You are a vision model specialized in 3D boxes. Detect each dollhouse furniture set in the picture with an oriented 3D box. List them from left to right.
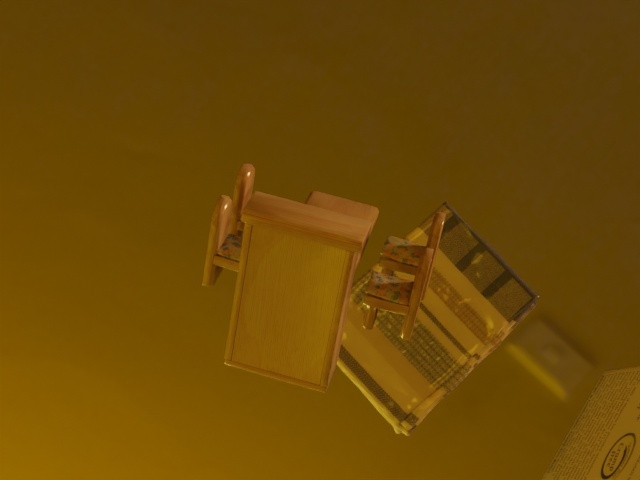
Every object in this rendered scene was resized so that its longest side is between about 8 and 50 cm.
[{"bbox_3d":[0.000,0.000,1.233,0.242,0.212,0.161,-64,-13,-58],"label":"dollhouse furniture set"}]

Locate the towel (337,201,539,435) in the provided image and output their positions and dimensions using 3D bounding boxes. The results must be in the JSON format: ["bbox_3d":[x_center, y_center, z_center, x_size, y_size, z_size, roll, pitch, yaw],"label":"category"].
[{"bbox_3d":[0.148,0.110,1.864,0.285,0.209,0.034,-43,-5,-9],"label":"towel"}]

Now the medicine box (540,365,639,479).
[{"bbox_3d":[0.373,0.234,1.128,0.149,0.263,0.289,-58,6,-15],"label":"medicine box"}]
